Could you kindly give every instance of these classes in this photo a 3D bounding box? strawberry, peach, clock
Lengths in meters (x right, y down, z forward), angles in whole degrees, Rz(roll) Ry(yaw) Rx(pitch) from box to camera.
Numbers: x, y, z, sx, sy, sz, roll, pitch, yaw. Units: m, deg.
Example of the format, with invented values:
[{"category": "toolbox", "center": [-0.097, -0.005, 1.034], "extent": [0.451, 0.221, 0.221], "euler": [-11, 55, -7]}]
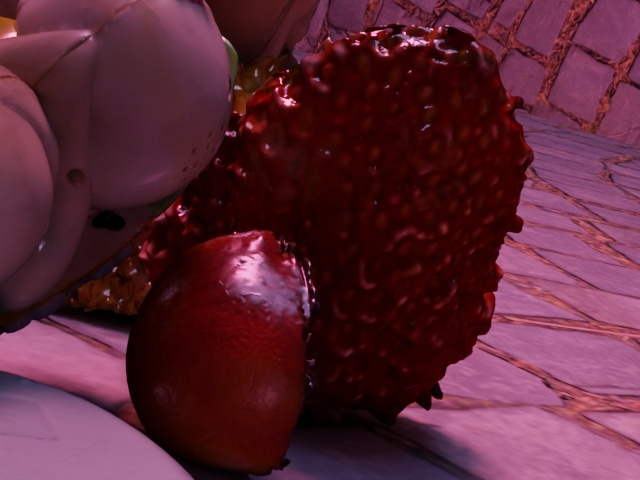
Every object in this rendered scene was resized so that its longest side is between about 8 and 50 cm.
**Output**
[{"category": "strawberry", "center": [-0.001, 0.005, 0.701], "extent": [0.167, 0.208, 0.087], "euler": [10, 49, 4]}, {"category": "peach", "center": [-0.042, 0.042, 0.637], "extent": [0.061, 0.098, 0.098], "euler": [7, 11, -25]}, {"category": "clock", "center": [-0.114, -0.033, 0.615], "extent": [0.103, 0.144, 0.231], "euler": [45, 53, 11]}]

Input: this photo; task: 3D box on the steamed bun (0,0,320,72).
[{"category": "steamed bun", "center": [-0.168, -0.164, 0.913], "extent": [0.342, 0.368, 0.255], "euler": [37, 26, -8]}]

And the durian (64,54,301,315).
[{"category": "durian", "center": [-0.009, -0.003, 0.914], "extent": [0.186, 0.154, 0.260], "euler": [38, 18, -2]}]

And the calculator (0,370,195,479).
[{"category": "calculator", "center": [-0.110, 0.080, 0.458], "extent": [0.184, 0.042, 0.295], "euler": [10, 9, -20]}]
